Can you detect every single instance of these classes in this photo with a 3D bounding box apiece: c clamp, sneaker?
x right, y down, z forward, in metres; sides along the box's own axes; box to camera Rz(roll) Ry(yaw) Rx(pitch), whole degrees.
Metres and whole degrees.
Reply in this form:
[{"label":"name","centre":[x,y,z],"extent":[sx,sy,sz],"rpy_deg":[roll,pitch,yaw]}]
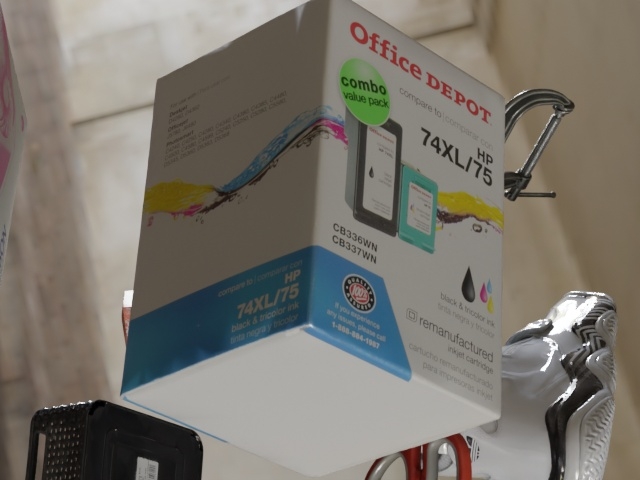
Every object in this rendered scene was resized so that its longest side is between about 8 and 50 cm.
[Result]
[{"label":"c clamp","centre":[0.213,-0.099,2.009],"extent":[0.022,0.137,0.161],"rpy_deg":[57,-38,34]},{"label":"sneaker","centre":[0.185,0.135,1.955],"extent":[0.366,0.210,0.137],"rpy_deg":[-70,169,-67]}]

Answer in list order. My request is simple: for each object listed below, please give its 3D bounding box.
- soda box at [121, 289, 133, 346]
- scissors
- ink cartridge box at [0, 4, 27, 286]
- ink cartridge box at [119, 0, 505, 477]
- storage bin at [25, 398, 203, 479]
[{"label":"soda box","centre":[-0.106,0.075,1.959],"extent":[0.063,0.183,0.058],"rpy_deg":[-101,-176,-74]},{"label":"scissors","centre":[0.099,0.118,1.713],"extent":[0.021,0.109,0.297],"rpy_deg":[19,78,-50]},{"label":"ink cartridge box","centre":[-0.413,-0.133,2.265],"extent":[0.330,0.071,0.324],"rpy_deg":[87,5,-51]},{"label":"ink cartridge box","centre":[0.000,0.000,1.424],"extent":[0.198,0.197,0.270],"rpy_deg":[27,54,-37]},{"label":"storage bin","centre":[-0.211,0.243,2.010],"extent":[0.180,0.084,0.122],"rpy_deg":[25,61,-47]}]
